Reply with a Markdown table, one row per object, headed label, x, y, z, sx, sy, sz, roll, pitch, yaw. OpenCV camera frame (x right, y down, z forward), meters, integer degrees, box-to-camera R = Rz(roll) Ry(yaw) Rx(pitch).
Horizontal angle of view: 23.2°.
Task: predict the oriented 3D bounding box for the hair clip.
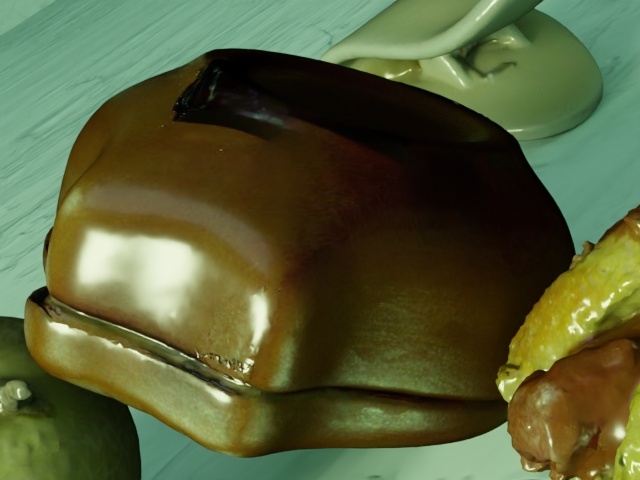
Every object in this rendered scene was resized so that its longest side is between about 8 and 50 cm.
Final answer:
| label | x | y | z | sx | sy | sz | roll | pitch | yaw |
| --- | --- | --- | --- | --- | --- | --- | --- | --- | --- |
| hair clip | 0.086 | -0.127 | 1.031 | 0.172 | 0.113 | 0.282 | -34 | 18 | -18 |

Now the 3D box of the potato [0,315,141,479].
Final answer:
| label | x | y | z | sx | sy | sz | roll | pitch | yaw |
| --- | --- | --- | --- | --- | --- | --- | --- | --- | --- |
| potato | -0.164 | 0.116 | 0.650 | 0.251 | 0.159 | 0.174 | -45 | 23 | 43 |

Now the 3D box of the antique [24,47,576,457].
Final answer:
| label | x | y | z | sx | sy | sz | roll | pitch | yaw |
| --- | --- | --- | --- | --- | --- | --- | --- | --- | --- |
| antique | 0.000 | 0.000 | 0.653 | 0.223 | 0.129 | 0.278 | 23 | 15 | 26 |

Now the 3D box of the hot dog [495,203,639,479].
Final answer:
| label | x | y | z | sx | sy | sz | roll | pitch | yaw |
| --- | --- | --- | --- | --- | --- | --- | --- | --- | --- |
| hot dog | 0.158 | 0.021 | 0.531 | 0.213 | 0.103 | 0.146 | -32 | 17 | -14 |
